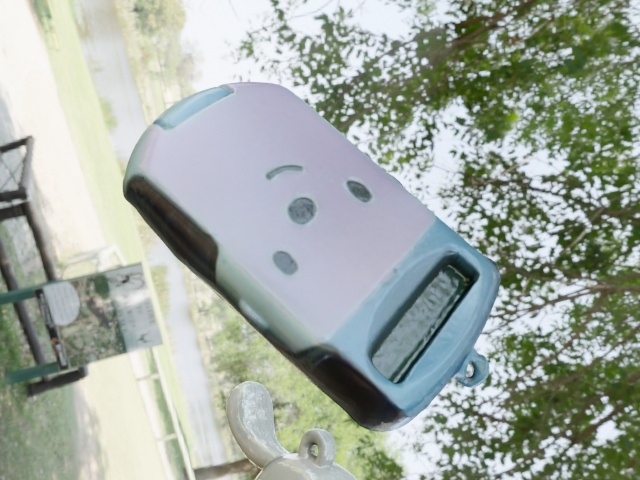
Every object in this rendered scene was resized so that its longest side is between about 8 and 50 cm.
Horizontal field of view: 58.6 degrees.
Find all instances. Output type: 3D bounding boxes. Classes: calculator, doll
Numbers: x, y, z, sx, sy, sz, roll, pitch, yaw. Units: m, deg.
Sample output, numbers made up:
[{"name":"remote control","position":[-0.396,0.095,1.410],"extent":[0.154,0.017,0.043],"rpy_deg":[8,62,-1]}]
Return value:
[{"name":"calculator","position":[0.000,0.000,0.402],"extent":[0.293,0.173,0.051],"rpy_deg":[41,-37,8]},{"name":"doll","position":[-0.056,0.418,0.736],"extent":[0.376,0.186,0.366],"rpy_deg":[-149,-105,-68]}]
